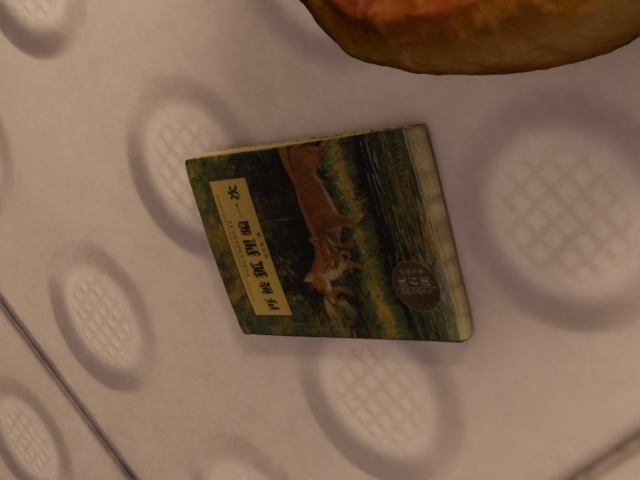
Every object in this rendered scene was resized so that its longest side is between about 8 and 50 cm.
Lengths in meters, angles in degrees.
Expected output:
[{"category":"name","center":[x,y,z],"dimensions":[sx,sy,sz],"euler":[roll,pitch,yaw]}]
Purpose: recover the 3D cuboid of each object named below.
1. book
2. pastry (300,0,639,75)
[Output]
[{"category":"book","center":[0.000,0.000,0.785],"dimensions":[0.228,0.024,0.160],"euler":[-3,110,42]},{"category":"pastry","center":[0.079,-0.250,0.502],"dimensions":[0.356,0.164,0.356],"euler":[15,117,31]}]
